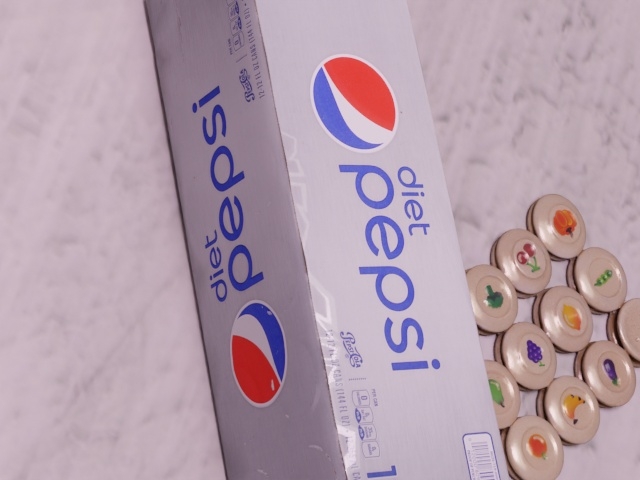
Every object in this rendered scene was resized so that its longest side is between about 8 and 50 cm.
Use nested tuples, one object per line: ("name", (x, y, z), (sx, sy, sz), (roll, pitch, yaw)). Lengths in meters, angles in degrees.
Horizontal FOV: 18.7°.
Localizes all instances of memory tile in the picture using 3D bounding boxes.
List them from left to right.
("memory tile", (0.119, 0.050, 1.018), (0.113, 0.012, 0.148), (54, 51, -6))

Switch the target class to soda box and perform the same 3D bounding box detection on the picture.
("soda box", (0.000, 0.000, 0.899), (0.091, 0.098, 0.286), (-1, 72, -34))
